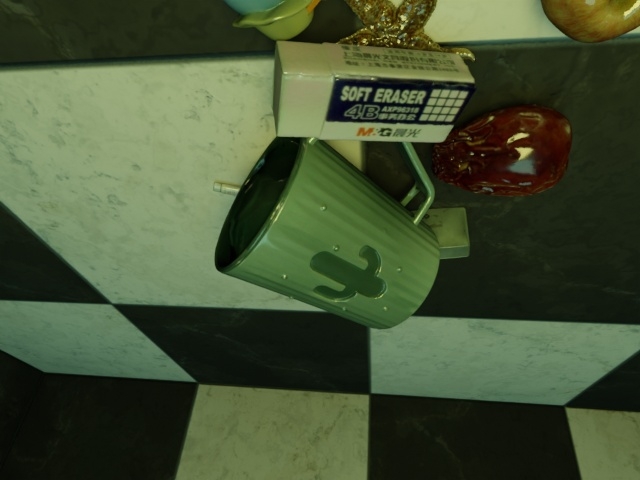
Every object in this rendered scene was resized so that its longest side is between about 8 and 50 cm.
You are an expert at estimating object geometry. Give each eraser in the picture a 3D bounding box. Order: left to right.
[{"bbox_3d":[0.073,-0.220,0.644,0.286,0.086,0.130,-2,148,-12],"label":"eraser"}]

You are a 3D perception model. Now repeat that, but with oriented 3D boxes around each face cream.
[{"bbox_3d":[-0.197,-0.118,1.011,0.114,0.020,0.038,10,145,-10],"label":"face cream"}]

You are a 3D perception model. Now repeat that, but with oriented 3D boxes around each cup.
[{"bbox_3d":[0.038,-0.030,0.831,0.391,0.311,0.400,28,138,-24],"label":"cup"}]

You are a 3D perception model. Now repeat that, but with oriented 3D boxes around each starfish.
[{"bbox_3d":[0.113,-0.310,0.648,0.276,0.062,0.236,-2,144,-3],"label":"starfish"}]

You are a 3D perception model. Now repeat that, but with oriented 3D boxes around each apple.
[{"bbox_3d":[0.356,-0.324,0.530,0.146,0.131,0.147,6,140,5],"label":"apple"}]

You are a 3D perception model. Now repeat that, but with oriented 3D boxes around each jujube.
[{"bbox_3d":[0.320,-0.160,0.767,0.236,0.168,0.168,3,148,32],"label":"jujube"}]

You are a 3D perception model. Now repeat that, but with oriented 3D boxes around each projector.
[{"bbox_3d":[0.271,-0.013,1.001,0.147,0.115,0.061,-4,143,15],"label":"projector"}]

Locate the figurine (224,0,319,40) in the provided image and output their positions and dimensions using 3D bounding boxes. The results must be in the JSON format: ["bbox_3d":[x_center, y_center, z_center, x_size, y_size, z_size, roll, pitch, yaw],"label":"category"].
[{"bbox_3d":[-0.088,-0.373,0.515,0.179,0.154,0.262,1,154,21],"label":"figurine"}]
